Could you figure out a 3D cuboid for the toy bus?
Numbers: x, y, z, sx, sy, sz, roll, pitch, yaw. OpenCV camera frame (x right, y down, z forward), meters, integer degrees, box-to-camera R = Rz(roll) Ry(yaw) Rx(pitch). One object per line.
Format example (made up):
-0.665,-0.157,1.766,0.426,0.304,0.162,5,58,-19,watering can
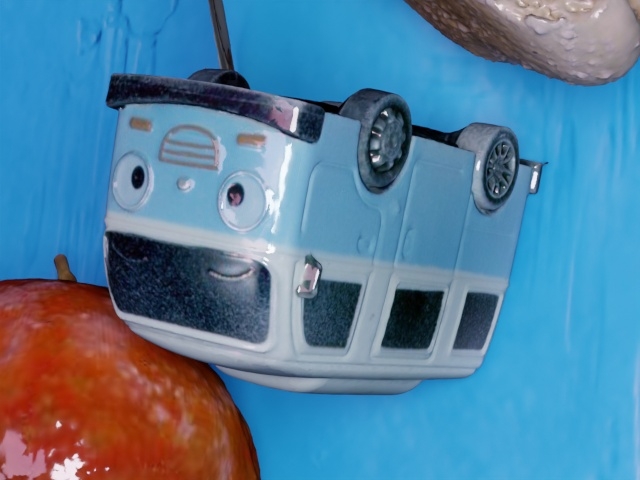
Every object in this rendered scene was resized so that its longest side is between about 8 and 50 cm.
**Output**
0.000,0.000,0.968,0.133,0.271,0.165,11,91,33,toy bus

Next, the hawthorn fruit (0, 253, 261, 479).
-0.162,0.114,1.087,0.242,0.242,0.272,-36,44,22,hawthorn fruit

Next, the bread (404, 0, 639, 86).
0.058,-0.194,1.002,0.337,0.183,0.102,40,83,21,bread

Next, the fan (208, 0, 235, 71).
-0.067,-0.176,1.053,0.009,0.191,0.329,-10,112,1,fan
